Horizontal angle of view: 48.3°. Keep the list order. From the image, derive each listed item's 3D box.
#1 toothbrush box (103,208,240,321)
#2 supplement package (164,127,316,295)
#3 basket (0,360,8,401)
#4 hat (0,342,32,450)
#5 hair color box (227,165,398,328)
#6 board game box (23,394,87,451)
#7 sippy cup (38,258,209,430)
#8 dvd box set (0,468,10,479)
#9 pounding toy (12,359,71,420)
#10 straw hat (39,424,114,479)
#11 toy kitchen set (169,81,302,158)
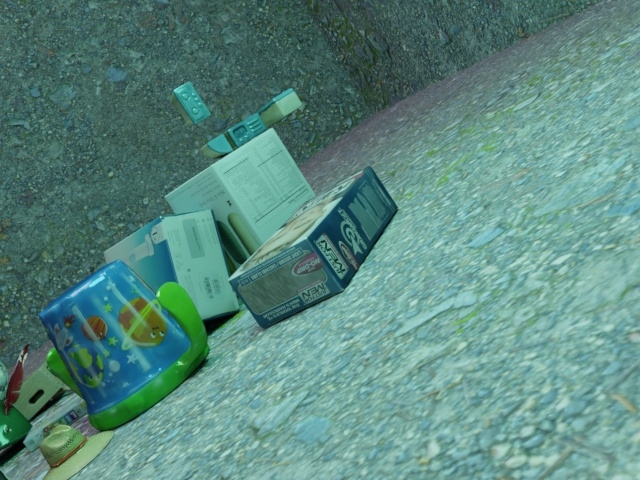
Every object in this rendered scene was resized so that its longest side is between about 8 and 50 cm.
[{"bbox_3d":[-0.316,0.082,1.474,0.126,0.216,0.296,-11,-8,-41],"label":"toothbrush box"},{"bbox_3d":[-0.146,-0.056,1.517,0.199,0.262,0.198,-23,13,46],"label":"supplement package"},{"bbox_3d":[-0.875,0.399,1.731,0.289,0.201,0.254,-4,73,50],"label":"basket"},{"bbox_3d":[-0.699,0.348,1.504,0.173,0.183,0.208,-24,-1,2],"label":"hat"},{"bbox_3d":[0.000,0.000,1.247,0.174,0.105,0.347,-29,12,29],"label":"hair color box"},{"bbox_3d":[-0.513,0.351,1.432,0.154,0.026,0.103,-35,10,-8],"label":"board game box"},{"bbox_3d":[-0.349,0.165,1.227,0.305,0.224,0.240,-35,9,-2],"label":"sippy cup"},{"bbox_3d":[-0.712,0.524,1.132,0.420,0.062,0.307,-28,12,33],"label":"dvd box set"},{"bbox_3d":[-0.667,0.362,1.739,0.141,0.100,0.130,-45,10,-5],"label":"pounding toy"},{"bbox_3d":[-0.400,0.321,1.110,0.144,0.061,0.144,-33,9,6],"label":"straw hat"},{"bbox_3d":[-0.179,-0.289,1.492,0.207,0.166,0.122,-37,10,-24],"label":"toy kitchen set"}]
